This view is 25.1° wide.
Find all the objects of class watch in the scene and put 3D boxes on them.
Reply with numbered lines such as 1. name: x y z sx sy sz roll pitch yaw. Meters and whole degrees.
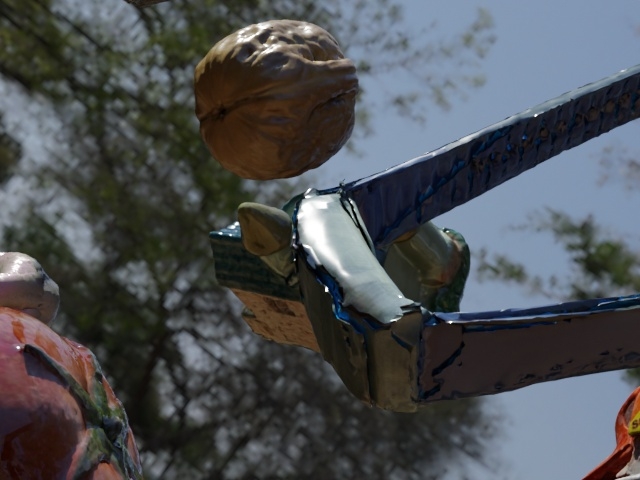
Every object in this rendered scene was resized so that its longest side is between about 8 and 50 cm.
1. watch: 0.117 -0.021 0.802 0.276 0.274 0.068 -106 -174 -57

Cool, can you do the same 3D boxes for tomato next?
1. tomato: -0.261 0.187 1.095 0.265 0.265 0.265 35 -13 9

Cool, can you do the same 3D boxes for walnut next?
1. walnut: -0.038 -0.140 1.428 0.155 0.184 0.156 14 -66 35

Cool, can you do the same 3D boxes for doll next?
1. doll: -0.314 0.104 1.385 0.095 0.192 0.149 15 3 -21

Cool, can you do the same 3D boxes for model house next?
1. model house: 0.000 0.000 1.720 0.267 0.194 0.325 10 -20 33

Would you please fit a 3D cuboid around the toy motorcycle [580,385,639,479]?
1. toy motorcycle: 0.334 0.187 1.361 0.089 0.298 0.171 35 -1 -23

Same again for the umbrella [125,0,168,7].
1. umbrella: -0.133 -0.255 1.303 0.067 0.073 0.337 1 5 -21
